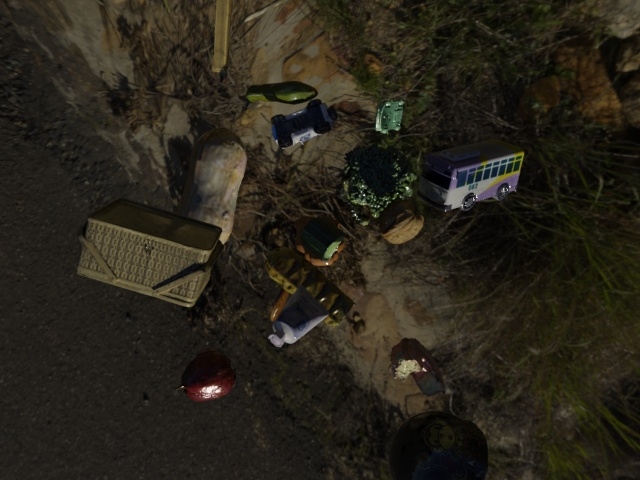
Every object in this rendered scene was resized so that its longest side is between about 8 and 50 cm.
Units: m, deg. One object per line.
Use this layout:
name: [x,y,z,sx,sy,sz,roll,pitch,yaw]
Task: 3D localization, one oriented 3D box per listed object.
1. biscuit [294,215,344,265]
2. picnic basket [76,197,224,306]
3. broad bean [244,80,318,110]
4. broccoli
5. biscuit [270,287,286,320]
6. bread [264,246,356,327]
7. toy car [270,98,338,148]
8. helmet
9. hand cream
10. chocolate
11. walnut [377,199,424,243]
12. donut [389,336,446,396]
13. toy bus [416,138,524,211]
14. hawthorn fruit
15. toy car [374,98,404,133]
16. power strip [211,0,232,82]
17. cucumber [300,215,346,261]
biscuit: [-0.006,-0.003,1.781,0.202,0.333,0.047,-1,124,-6]
picnic basket: [-0.218,0.012,0.564,0.164,0.115,0.079,18,106,-7]
broad bean: [-0.125,-0.396,1.152,0.075,0.325,0.067,28,83,-46]
broccoli: [0.231,-0.236,1.830,0.334,0.272,0.324,12,69,10]
biscuit: [-0.165,0.255,1.809,0.027,0.188,0.187,22,100,4]
bread: [-0.034,0.121,1.149,0.269,0.098,0.087,40,52,-4]
toy car: [-0.039,-0.295,1.089,0.171,0.070,0.080,-20,82,8]
helmet: [0.247,0.505,1.010,0.160,0.279,0.230,36,53,-10]
hand cream: [-0.046,0.151,0.831,0.084,0.053,0.142,45,45,4]
chocolate: [-0.247,-0.105,0.975,0.134,0.134,0.309,16,89,-21]
walnut: [0.299,-0.068,1.641,0.155,0.155,0.184,28,138,-23]
donut: [0.211,0.275,0.962,0.065,0.117,0.166,-35,119,19]
toy bus: [0.666,-0.301,1.910,0.440,0.209,0.249,-16,126,-22]
hawthorn fruit: [-0.333,0.391,1.227,0.172,0.148,0.148,-23,113,-32]
toy car: [0.193,-0.365,1.241,0.186,0.058,0.093,-31,133,-55]
power strip: [-0.281,-0.613,1.226,0.044,0.064,0.305,6,117,-7]
cucumber: [0.000,0.000,1.297,0.062,0.115,0.116,-6,127,-52]
